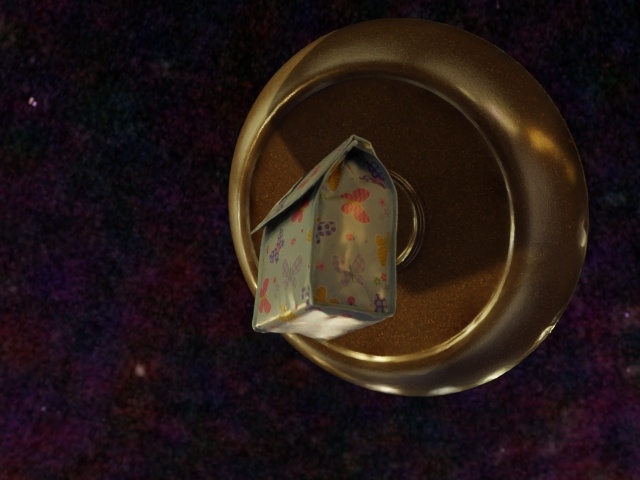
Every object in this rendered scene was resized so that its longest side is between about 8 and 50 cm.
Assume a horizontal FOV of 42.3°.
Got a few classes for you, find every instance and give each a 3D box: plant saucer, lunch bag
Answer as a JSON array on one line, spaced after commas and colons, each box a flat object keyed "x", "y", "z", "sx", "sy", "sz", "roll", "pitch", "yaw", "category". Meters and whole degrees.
[{"x": 0.048, "y": -0.018, "z": 0.656, "sx": 0.310, "sy": 0.050, "sz": 0.310, "roll": 5, "pitch": 102, "yaw": 27, "category": "plant saucer"}, {"x": 0.000, "y": 0.000, "z": 0.389, "sx": 0.053, "sy": 0.083, "sz": 0.071, "roll": 13, "pitch": 161, "yaw": -23, "category": "lunch bag"}]
